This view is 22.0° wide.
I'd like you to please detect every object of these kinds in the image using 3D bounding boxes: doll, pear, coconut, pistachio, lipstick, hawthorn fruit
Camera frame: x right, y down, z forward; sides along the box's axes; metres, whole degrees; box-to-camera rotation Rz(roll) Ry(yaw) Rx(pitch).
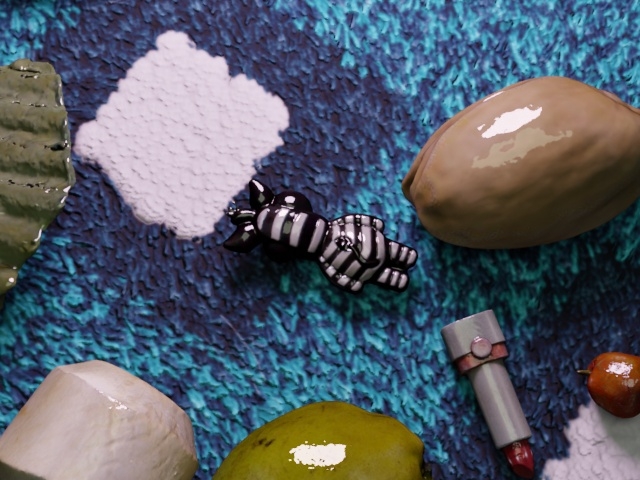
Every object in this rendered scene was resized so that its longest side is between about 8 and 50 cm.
[{"bbox_3d":[0.000,0.000,1.846,0.219,0.067,0.091,19,84,0],"label":"doll"},{"bbox_3d":[-0.010,0.278,1.686,0.269,0.212,0.212,-25,75,-3],"label":"pear"},{"bbox_3d":[-0.242,0.246,1.703,0.202,0.202,0.222,28,72,8],"label":"coconut"},{"bbox_3d":[0.237,-0.086,1.825,0.293,0.162,0.181,-18,104,-7],"label":"pistachio"},{"bbox_3d":[0.194,0.173,1.799,0.063,0.057,0.186,-20,77,-6],"label":"lipstick"},{"bbox_3d":[0.328,0.156,1.797,0.077,0.077,0.077,0,73,0],"label":"hawthorn fruit"}]

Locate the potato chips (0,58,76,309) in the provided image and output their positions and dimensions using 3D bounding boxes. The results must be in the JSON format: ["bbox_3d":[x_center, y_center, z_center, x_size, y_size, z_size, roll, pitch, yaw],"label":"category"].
[{"bbox_3d":[-0.463,-0.071,1.824,0.389,0.097,0.373,-2,63,-3],"label":"potato chips"}]
